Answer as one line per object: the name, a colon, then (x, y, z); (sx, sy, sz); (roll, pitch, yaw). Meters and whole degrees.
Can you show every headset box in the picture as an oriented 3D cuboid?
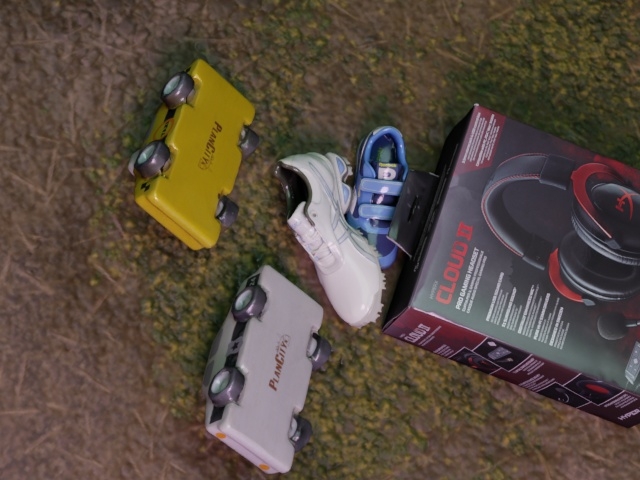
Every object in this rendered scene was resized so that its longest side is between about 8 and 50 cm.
headset box: (0.206, 0.021, 1.430); (0.293, 0.110, 0.218); (22, 70, -5)

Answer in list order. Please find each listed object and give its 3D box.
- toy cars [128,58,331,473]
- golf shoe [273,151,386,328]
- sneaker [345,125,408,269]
toy cars: (-0.096, 0.026, 1.374); (0.176, 0.087, 0.393); (-4, 72, -51)
golf shoe: (0.000, 0.000, 1.401); (0.086, 0.069, 0.176); (4, 60, -48)
sneaker: (0.055, -0.044, 1.446); (0.053, 0.059, 0.144); (5, 73, -13)
